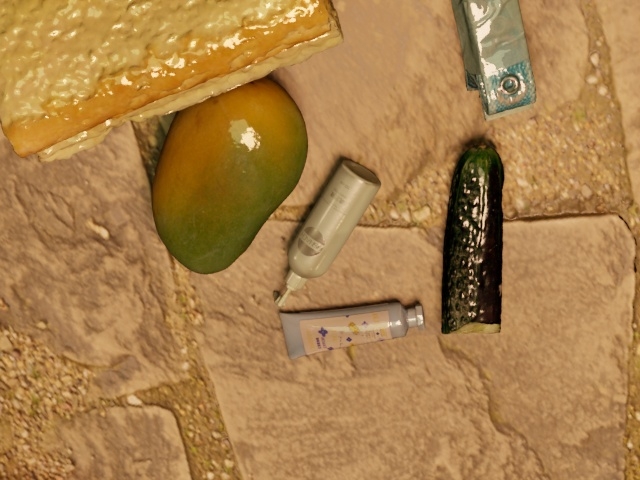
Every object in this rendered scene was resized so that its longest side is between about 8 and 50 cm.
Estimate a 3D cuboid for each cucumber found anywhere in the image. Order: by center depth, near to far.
[{"bbox_3d":[0.178,0.004,1.853,0.074,0.074,0.241,-1,110,-1],"label":"cucumber"}]

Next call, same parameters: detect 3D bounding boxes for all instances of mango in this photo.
[{"bbox_3d":[-0.110,-0.075,1.799,0.156,0.114,0.251,19,122,-19],"label":"mango"}]

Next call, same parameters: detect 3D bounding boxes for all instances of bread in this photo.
[{"bbox_3d":[-0.186,-0.254,1.679,0.375,0.165,0.237,-22,81,5],"label":"bread"}]

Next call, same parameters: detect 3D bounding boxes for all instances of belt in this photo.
[{"bbox_3d":[0.177,-0.277,1.737,0.072,0.087,0.302,-17,112,-8],"label":"belt"}]

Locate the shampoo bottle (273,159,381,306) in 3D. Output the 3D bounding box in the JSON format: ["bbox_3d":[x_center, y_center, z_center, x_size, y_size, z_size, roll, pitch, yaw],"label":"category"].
[{"bbox_3d":[0.000,0.000,1.856,0.056,0.056,0.195,27,108,-11],"label":"shampoo bottle"}]

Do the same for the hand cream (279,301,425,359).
[{"bbox_3d":[0.040,0.104,1.904,0.170,0.043,0.065,-9,112,5],"label":"hand cream"}]
